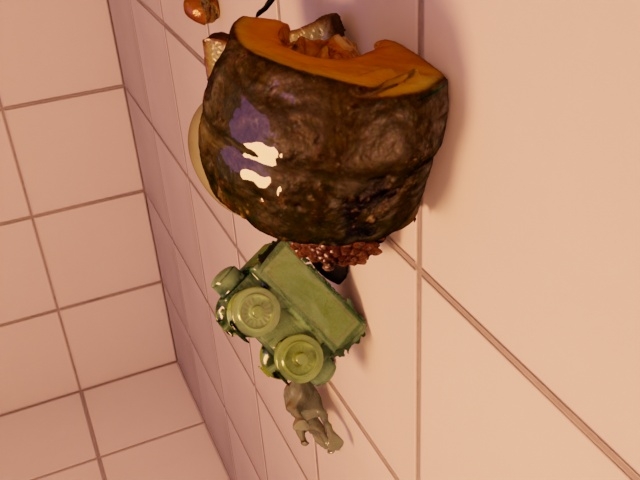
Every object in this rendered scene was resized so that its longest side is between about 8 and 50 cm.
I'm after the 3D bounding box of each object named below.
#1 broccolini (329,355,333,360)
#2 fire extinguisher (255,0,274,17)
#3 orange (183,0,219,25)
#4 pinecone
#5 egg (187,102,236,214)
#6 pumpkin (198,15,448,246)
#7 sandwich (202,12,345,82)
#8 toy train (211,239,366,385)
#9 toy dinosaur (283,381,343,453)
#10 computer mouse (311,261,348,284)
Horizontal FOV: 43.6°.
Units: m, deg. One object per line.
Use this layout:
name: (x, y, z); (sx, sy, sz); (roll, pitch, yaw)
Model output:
broccolini: (-0.018, 0.225, 1.709); (0.042, 0.044, 0.218); (65, 171, -20)
fire extinguisher: (-0.106, -0.513, 1.205); (0.102, 0.138, 0.344); (-18, -86, -84)
orange: (-0.261, -0.512, 1.753); (0.086, 0.086, 0.062); (54, 130, 46)
pinecone: (0.026, -0.037, 1.194); (0.173, 0.173, 0.173); (165, 90, -72)
egg: (-0.150, -0.161, 1.528); (0.188, 0.188, 0.253); (16, 125, 69)
pumpkin: (-0.003, -0.138, 1.007); (0.256, 0.303, 0.225); (-84, 1, -56)
sandwich: (-0.058, -0.234, 1.194); (0.065, 0.215, 0.186); (-46, -54, -63)
toy train: (-0.061, 0.131, 1.414); (0.271, 0.188, 0.159); (46, 164, -9)
toy dinosaur: (-0.032, 0.342, 1.693); (0.205, 0.092, 0.393); (-120, 9, -64)
computer mouse: (0.000, 0.000, 1.425); (0.099, 0.057, 0.172); (178, 75, -73)
